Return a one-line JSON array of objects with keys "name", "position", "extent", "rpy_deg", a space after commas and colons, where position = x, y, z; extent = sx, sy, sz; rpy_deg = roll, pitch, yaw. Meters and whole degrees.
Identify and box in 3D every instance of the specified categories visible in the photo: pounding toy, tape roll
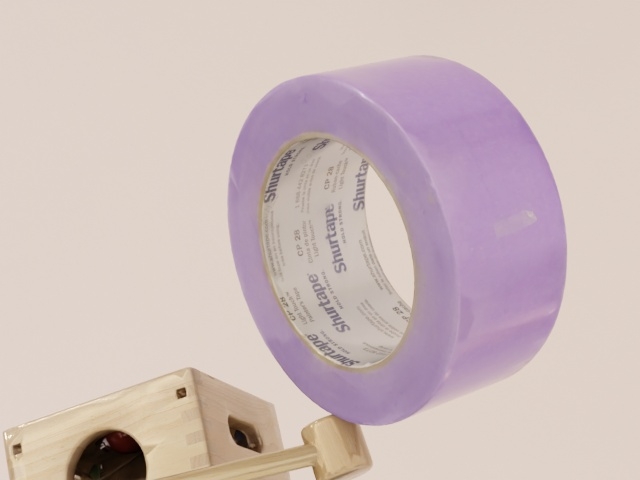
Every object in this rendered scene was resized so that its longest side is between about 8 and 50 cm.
[{"name": "pounding toy", "position": [-0.074, 0.119, 0.812], "extent": [0.206, 0.181, 0.094], "rpy_deg": [-20, -113, 14]}, {"name": "tape roll", "position": [0.036, -0.002, 0.754], "extent": [0.080, 0.189, 0.189], "rpy_deg": [-16, -72, -37]}]
